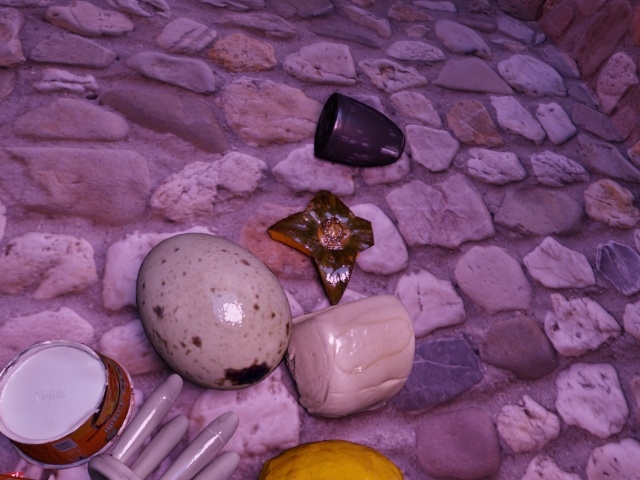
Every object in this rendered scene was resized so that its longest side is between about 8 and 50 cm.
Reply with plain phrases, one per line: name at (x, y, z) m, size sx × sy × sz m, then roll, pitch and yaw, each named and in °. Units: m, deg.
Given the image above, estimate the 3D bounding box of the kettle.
kettle at (0.140, -0.358, 1.370) m, size 0.289 × 0.208 × 0.268 m, roll 11°, pitch 30°, yaw -18°

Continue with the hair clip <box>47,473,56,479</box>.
hair clip at (-0.460, 0.534, 0.721) m, size 0.072 × 0.034 × 0.226 m, roll -2°, pitch 60°, yaw -20°

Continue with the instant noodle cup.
instant noodle cup at (-0.483, 0.296, 0.768) m, size 0.229 × 0.182 × 0.231 m, roll 8°, pitch 59°, yaw -12°

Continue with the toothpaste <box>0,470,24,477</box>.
toothpaste at (-0.641, 0.441, 0.722) m, size 0.190 × 0.031 × 0.048 m, roll 6°, pitch 55°, yaw -17°

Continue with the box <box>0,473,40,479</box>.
box at (-0.596, 0.487, 0.642) m, size 0.273 × 0.091 × 0.221 m, roll 12°, pitch 71°, yaw -7°

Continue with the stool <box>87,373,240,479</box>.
stool at (-0.268, 0.396, 0.737) m, size 0.195 × 0.196 × 0.198 m, roll 25°, pitch 38°, yaw 23°

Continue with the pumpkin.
pumpkin at (0.026, 0.000, 1.163) m, size 0.290 × 0.095 × 0.258 m, roll 43°, pitch 61°, yaw 14°

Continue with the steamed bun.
steamed bun at (0.079, 0.275, 0.949) m, size 0.290 × 0.273 × 0.273 m, roll -18°, pitch 83°, yaw -22°

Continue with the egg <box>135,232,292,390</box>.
egg at (-0.232, 0.144, 0.879) m, size 0.379 × 0.288 × 0.288 m, roll 32°, pitch 55°, yaw 17°

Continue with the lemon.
lemon at (0.024, 0.516, 0.754) m, size 0.316 × 0.285 × 0.286 m, roll 33°, pitch 56°, yaw -4°
